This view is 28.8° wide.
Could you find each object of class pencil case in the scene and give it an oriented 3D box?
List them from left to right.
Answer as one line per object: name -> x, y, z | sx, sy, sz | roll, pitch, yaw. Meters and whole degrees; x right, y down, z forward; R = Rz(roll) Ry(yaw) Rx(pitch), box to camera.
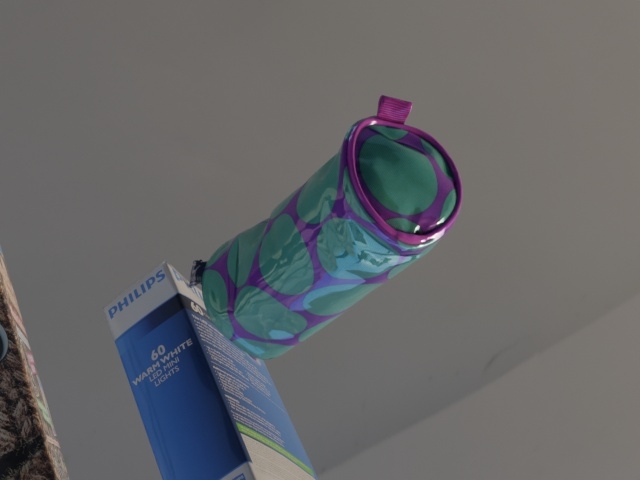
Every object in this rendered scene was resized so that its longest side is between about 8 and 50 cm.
pencil case -> 0.000, 0.000, 0.578 | 0.065, 0.152, 0.070 | 13, -119, -28

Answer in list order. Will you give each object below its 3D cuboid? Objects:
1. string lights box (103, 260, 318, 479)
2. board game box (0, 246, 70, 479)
string lights box -> -0.082, 0.151, 1.037 | 0.077, 0.133, 0.259 | -38, -133, 9
board game box -> -0.388, 0.145, 1.180 | 0.232, 0.141, 0.290 | -18, -101, -11
